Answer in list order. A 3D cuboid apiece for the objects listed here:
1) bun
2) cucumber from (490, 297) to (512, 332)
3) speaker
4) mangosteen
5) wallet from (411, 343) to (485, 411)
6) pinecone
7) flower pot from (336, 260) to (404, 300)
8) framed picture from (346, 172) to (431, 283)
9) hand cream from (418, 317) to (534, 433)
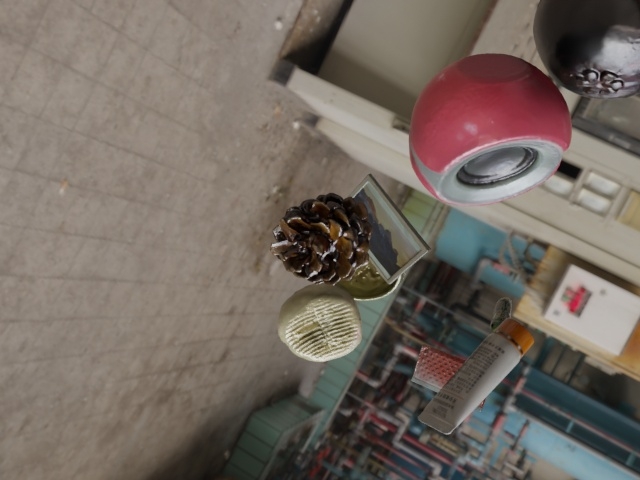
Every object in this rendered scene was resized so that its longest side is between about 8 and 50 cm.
[{"bbox_3d":[-0.005,0.187,1.793,0.193,0.178,0.128,-22,-164,-4],"label":"bun"},{"bbox_3d":[0.530,0.223,2.267,0.056,0.056,0.284,-68,168,20],"label":"cucumber"},{"bbox_3d":[0.303,-0.190,1.416,0.294,0.294,0.294,-55,163,-26],"label":"speaker"},{"bbox_3d":[0.548,-0.425,1.455,0.297,0.297,0.313,-11,99,-71],"label":"mangosteen"},{"bbox_3d":[0.324,0.336,1.910,0.020,0.196,0.103,9,98,-56],"label":"wallet"},{"bbox_3d":[0.002,-0.005,1.548,0.204,0.179,0.184,17,72,-52],"label":"pinecone"},{"bbox_3d":[0.149,0.024,2.565,0.244,0.307,0.307,-75,178,-47],"label":"flower pot"},{"bbox_3d":[0.164,-0.027,2.134,0.018,0.265,0.192,-27,165,-45],"label":"framed picture"},{"bbox_3d":[0.356,0.311,1.756,0.314,0.089,0.140,-41,-164,-13],"label":"hand cream"}]
